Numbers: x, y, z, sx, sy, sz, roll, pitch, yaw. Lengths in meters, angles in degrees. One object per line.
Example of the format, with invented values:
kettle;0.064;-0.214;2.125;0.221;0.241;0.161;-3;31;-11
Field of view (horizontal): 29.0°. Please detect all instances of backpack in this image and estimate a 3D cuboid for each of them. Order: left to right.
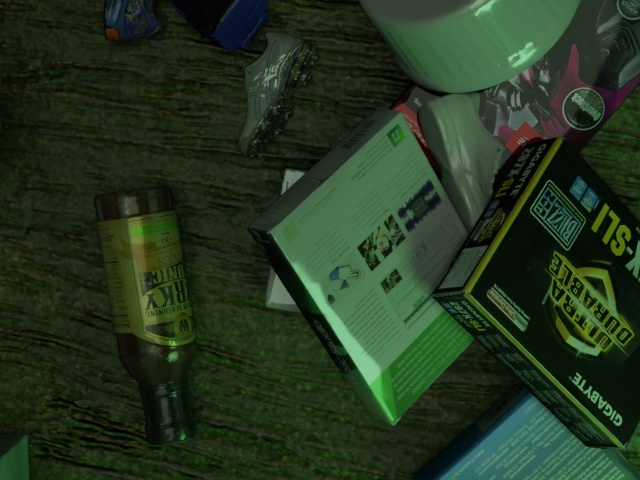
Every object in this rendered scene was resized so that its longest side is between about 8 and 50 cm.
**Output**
backpack;-0.137;-0.314;1.650;0.120;0.101;0.098;39;89;31

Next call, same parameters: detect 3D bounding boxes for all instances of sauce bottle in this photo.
sauce bottle;-0.225;0.100;1.668;0.111;0.111;0.344;-10;94;1

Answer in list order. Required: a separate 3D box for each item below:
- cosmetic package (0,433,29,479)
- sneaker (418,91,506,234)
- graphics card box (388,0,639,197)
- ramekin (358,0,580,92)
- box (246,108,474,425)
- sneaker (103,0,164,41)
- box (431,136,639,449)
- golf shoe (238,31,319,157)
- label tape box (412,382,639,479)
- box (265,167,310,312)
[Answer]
cosmetic package;-0.468;0.386;1.625;0.138;0.225;0.224;-2;93;1
sneaker;0.200;-0.087;1.585;0.094;0.080;0.212;-20;101;-19
graphics card box;0.280;-0.221;1.652;0.233;0.094;0.371;41;92;-2
ramekin;0.177;-0.337;1.552;0.277;0.135;0.277;-15;59;27
box;0.079;0.035;1.521;0.232;0.058;0.322;-43;118;-21
sneaker;-0.240;-0.374;1.665;0.087;0.083;0.221;6;99;-13
box;0.322;0.068;1.573;0.322;0.079;0.257;44;64;-21
golf shoe;-0.076;-0.200;1.682;0.086;0.069;0.176;29;90;19
label tape box;0.322;0.375;1.675;0.240;0.106;0.334;-42;92;1
box;0.000;0.000;1.622;0.119;0.181;0.182;8;93;0
